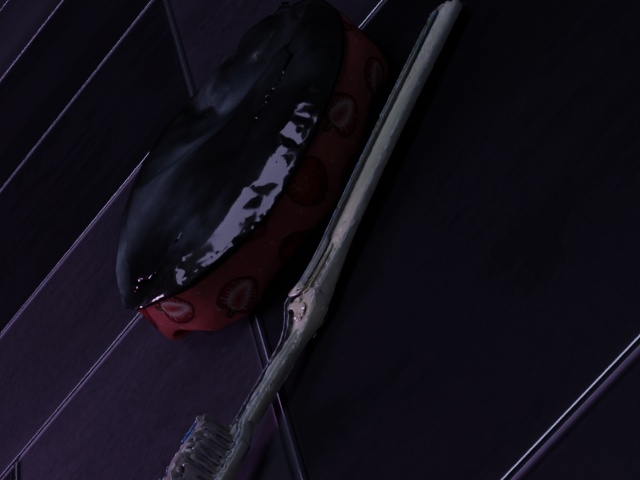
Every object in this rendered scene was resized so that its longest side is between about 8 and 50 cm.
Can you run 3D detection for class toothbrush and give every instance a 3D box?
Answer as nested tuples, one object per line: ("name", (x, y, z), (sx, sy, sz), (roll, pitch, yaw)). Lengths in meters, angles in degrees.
("toothbrush", (0.004, 0.003, 0.752), (0.026, 0.028, 0.294), (-7, 48, 57))

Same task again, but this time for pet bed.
("pet bed", (-0.041, -0.043, 0.855), (0.201, 0.053, 0.201), (-41, 29, 29))
